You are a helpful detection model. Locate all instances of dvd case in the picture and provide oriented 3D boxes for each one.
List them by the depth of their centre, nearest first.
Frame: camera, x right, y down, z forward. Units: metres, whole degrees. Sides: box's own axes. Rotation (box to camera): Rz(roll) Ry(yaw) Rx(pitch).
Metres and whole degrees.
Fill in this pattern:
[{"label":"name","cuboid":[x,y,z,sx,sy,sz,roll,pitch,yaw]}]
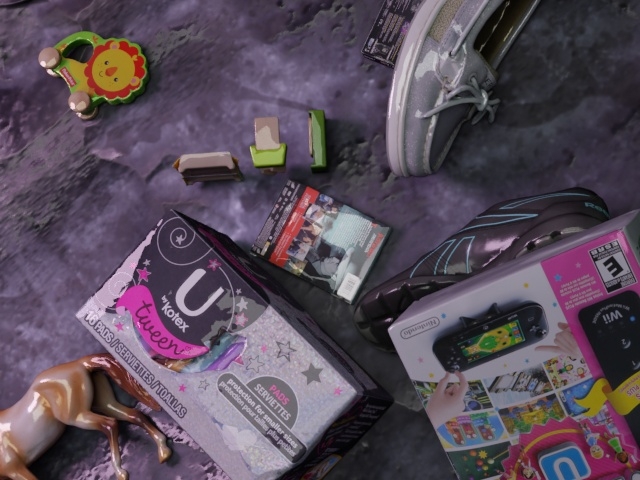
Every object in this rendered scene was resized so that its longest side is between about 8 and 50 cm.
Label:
[{"label":"dvd case","cuboid":[0.000,0.000,1.368,0.119,0.013,0.087,26,87,18]}]

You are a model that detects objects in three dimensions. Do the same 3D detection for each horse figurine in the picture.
[{"label":"horse figurine","cuboid":[-0.264,0.196,1.370,0.263,0.066,0.174,-39,79,6]}]

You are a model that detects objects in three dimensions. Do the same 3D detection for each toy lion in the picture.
[{"label":"toy lion","cuboid":[-0.233,-0.181,1.452,0.096,0.034,0.100,-36,73,-2]}]

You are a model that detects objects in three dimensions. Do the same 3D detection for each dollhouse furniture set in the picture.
[{"label":"dollhouse furniture set","cuboid":[-0.069,-0.094,1.372,0.151,0.076,0.059,-4,81,3]}]

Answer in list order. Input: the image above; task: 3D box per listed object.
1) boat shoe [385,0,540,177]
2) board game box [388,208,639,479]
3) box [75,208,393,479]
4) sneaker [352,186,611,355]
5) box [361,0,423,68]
[{"label":"boat shoe","cuboid":[0.156,-0.200,1.316,0.103,0.118,0.320,23,79,21]},{"label":"board game box","cuboid":[0.227,0.158,1.173,0.224,0.097,0.303,-25,93,22]},{"label":"box","cuboid":[-0.076,0.109,1.287,0.247,0.163,0.142,43,93,17]},{"label":"sneaker","cuboid":[0.154,0.031,1.292,0.267,0.101,0.106,-22,30,24]},{"label":"box","cuboid":[0.088,-0.212,1.382,0.067,0.018,0.083,23,86,17]}]
